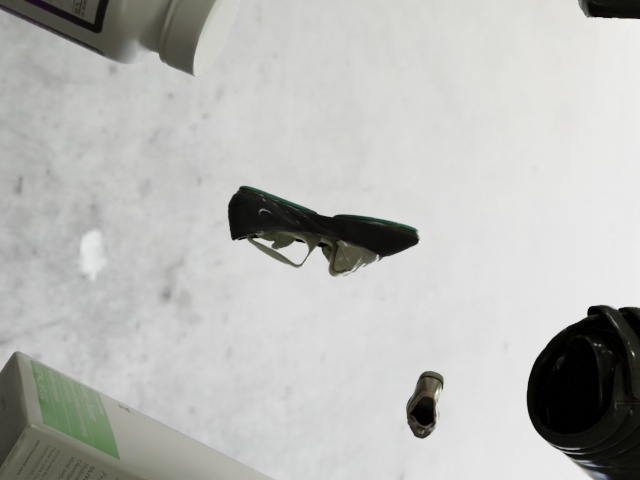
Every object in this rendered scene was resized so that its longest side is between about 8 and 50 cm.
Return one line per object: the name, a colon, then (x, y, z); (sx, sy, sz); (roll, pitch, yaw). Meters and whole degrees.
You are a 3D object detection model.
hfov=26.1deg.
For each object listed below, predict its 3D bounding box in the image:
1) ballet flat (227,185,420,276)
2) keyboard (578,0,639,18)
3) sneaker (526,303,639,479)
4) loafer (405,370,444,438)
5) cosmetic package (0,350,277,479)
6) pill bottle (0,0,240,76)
ballet flat: (0.000, 0.000, 1.426); (0.074, 0.203, 0.074); (-166, -90, -87)
keyboard: (0.380, -0.216, 1.160); (0.201, 0.317, 0.033); (-65, 156, -56)
sneaker: (0.268, 0.069, 0.952); (0.147, 0.296, 0.104); (25, 29, -42)
loafer: (0.130, 0.217, 1.753); (0.125, 0.045, 0.039); (97, 8, -46)
cosmetic package: (-0.185, 0.284, 1.412); (0.366, 0.197, 0.155); (29, 97, -24)
pill bottle: (-0.159, -0.192, 0.990); (0.108, 0.194, 0.108); (-63, 173, -13)
